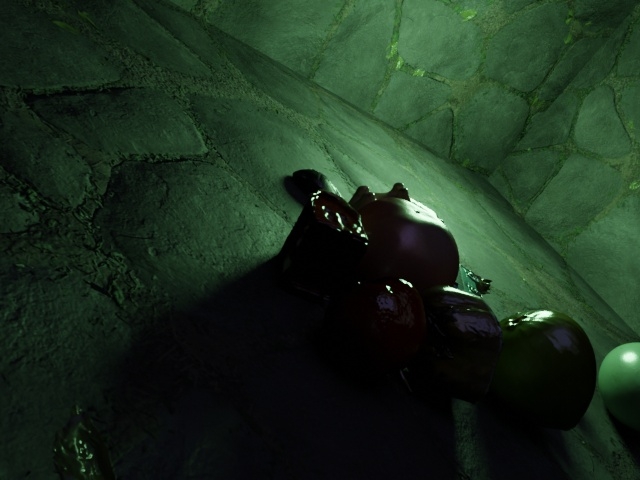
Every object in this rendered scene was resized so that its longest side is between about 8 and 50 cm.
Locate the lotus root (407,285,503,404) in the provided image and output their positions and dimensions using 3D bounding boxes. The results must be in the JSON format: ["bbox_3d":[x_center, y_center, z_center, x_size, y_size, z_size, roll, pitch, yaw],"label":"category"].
[{"bbox_3d":[0.287,0.238,1.349,0.191,0.272,0.272,13,31,-23],"label":"lotus root"}]

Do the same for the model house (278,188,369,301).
[{"bbox_3d":[0.000,0.000,1.419,0.159,0.196,0.254,23,24,-13],"label":"model house"}]

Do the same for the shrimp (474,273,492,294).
[{"bbox_3d":[0.498,0.131,2.059,0.317,0.077,0.168,16,28,-36],"label":"shrimp"}]

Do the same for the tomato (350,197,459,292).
[{"bbox_3d":[0.201,0.038,1.545,0.341,0.273,0.341,31,23,-15],"label":"tomato"}]

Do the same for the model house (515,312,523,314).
[{"bbox_3d":[0.624,0.325,1.823,0.247,0.181,0.176,12,-20,5],"label":"model house"}]

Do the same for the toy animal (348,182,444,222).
[{"bbox_3d":[0.237,-0.047,1.851,0.325,0.270,0.237,1,28,-3],"label":"toy animal"}]

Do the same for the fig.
[{"bbox_3d":[0.583,0.350,1.525,0.316,0.316,0.316,31,24,-15],"label":"fig"}]

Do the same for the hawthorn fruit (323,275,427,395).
[{"bbox_3d":[0.133,0.203,1.233,0.230,0.210,0.266,7,47,-50],"label":"hawthorn fruit"}]

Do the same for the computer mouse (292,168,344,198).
[{"bbox_3d":[0.004,-0.177,1.928,0.217,0.073,0.122,44,23,12],"label":"computer mouse"}]

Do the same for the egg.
[{"bbox_3d":[1.104,0.501,1.968,0.276,0.276,0.389,40,22,8],"label":"egg"}]

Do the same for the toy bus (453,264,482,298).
[{"bbox_3d":[0.413,0.160,1.811,0.147,0.128,0.256,34,21,-2],"label":"toy bus"}]
